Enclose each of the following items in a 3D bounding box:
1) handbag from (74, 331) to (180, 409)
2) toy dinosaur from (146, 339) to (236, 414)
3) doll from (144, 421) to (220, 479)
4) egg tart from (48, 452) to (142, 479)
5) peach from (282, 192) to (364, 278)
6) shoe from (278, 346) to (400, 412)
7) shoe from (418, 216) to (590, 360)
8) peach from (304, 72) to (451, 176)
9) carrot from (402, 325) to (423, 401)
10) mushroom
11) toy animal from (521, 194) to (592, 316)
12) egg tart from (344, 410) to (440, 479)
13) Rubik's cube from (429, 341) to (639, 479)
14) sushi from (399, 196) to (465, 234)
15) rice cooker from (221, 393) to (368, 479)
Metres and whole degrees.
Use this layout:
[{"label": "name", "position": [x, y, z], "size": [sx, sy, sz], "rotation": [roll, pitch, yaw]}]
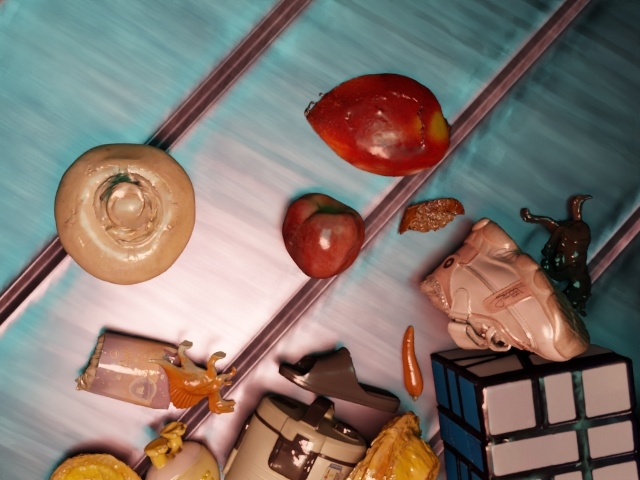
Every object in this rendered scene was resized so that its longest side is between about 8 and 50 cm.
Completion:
[{"label": "handbag", "position": [-0.338, 0.228, 1.736], "size": [0.173, 0.095, 0.117], "rotation": [14, 85, -13]}, {"label": "toy dinosaur", "position": [-0.231, 0.248, 1.736], "size": [0.212, 0.057, 0.142], "rotation": [4, 117, -33]}, {"label": "doll", "position": [-0.212, 0.465, 1.755], "size": [0.117, 0.141, 0.296], "rotation": [-27, 104, 34]}, {"label": "egg tart", "position": [-0.390, 0.461, 1.734], "size": [0.191, 0.074, 0.191], "rotation": [-1, 86, 11]}, {"label": "peach", "position": [0.000, 0.000, 1.757], "size": [0.152, 0.152, 0.152], "rotation": [-1, 93, -9]}, {"label": "shoe", "position": [0.041, 0.241, 1.794], "size": [0.240, 0.108, 0.093], "rotation": [19, 89, -17]}, {"label": "shoe", "position": [0.319, 0.123, 1.730], "size": [0.198, 0.351, 0.172], "rotation": [-41, 121, 6]}, {"label": "peach", "position": [0.111, -0.215, 1.795], "size": [0.279, 0.068, 0.189], "rotation": [6, 90, -9]}, {"label": "carrot", "position": [0.171, 0.233, 1.849], "size": [0.035, 0.035, 0.142], "rotation": [-7, 90, -9]}, {"label": "mushroom", "position": [-0.327, -0.051, 1.669], "size": [0.246, 0.202, 0.246], "rotation": [2, 84, -14]}, {"label": "toy animal", "position": [0.460, 0.027, 1.869], "size": [0.148, 0.084, 0.233], "rotation": [4, 86, -26]}, {"label": "egg tart", "position": [0.126, 0.433, 1.731], "size": [0.118, 0.288, 0.288], "rotation": [24, 89, 18]}, {"label": "Rubik's cube", "position": [0.382, 0.333, 1.763], "size": [0.293, 0.288, 0.284], "rotation": [-11, 94, -11]}, {"label": "sushi", "position": [0.204, -0.043, 1.829], "size": [0.120, 0.052, 0.055], "rotation": [-12, 80, -10]}, {"label": "rice cooker", "position": [-0.045, 0.388, 1.730], "size": [0.226, 0.226, 0.244], "rotation": [28, 92, -10]}]
